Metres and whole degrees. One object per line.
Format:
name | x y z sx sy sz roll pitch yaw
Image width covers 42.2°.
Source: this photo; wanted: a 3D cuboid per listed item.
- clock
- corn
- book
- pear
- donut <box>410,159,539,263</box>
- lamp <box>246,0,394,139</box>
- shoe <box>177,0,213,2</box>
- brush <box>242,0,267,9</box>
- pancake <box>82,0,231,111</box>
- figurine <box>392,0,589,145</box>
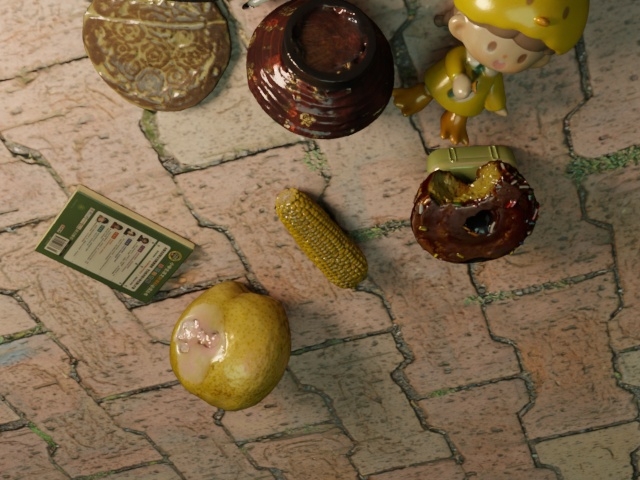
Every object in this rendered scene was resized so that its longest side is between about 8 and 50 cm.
clock | 0.287 -0.076 1.609 0.170 0.069 0.232 -3 133 0
corn | 0.004 0.000 1.656 0.091 0.091 0.260 -14 132 40
book | -0.422 0.015 1.701 0.264 0.027 0.202 29 124 -24
pear | -0.185 0.218 1.750 0.271 0.271 0.271 -1 132 -1
donut | 0.280 -0.056 1.514 0.230 0.096 0.216 -24 132 19
lamp | 0.001 -0.274 1.327 0.247 0.247 0.247 -1 132 -1
shoe | -0.280 -0.488 1.154 0.384 0.171 0.237 14 135 -4
brush | 0.009 -0.434 1.293 0.297 0.068 0.060 -16 109 8
pancake | -0.275 -0.323 1.396 0.250 0.031 0.250 -1 131 -1
figurine | 0.266 -0.313 1.325 0.215 0.187 0.343 16 136 -27
